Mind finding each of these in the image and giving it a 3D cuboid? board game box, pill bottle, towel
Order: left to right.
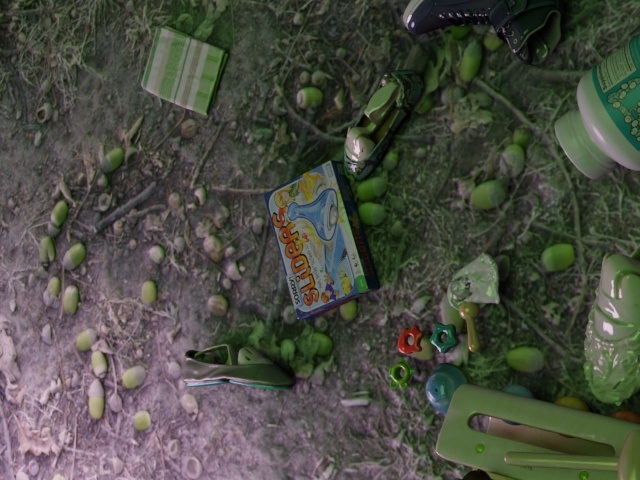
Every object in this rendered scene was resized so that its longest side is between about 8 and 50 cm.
[{"bbox_3d":[-0.218,-0.274,2.238,0.152,0.023,0.113,25,105,32],"label":"towel"},{"bbox_3d":[0.000,0.000,2.051,0.136,0.035,0.201,-26,73,33],"label":"board game box"},{"bbox_3d":[0.414,-0.182,1.683,0.264,0.146,0.146,-37,67,30],"label":"pill bottle"}]

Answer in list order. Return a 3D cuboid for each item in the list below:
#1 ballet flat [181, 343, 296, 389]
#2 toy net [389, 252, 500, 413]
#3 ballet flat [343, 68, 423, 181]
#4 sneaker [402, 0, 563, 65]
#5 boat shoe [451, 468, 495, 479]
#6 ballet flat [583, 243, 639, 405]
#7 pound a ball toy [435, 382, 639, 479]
[{"bbox_3d":[-0.128,0.191,2.117,0.213,0.072,0.068,-2,82,37],"label":"ballet flat"},{"bbox_3d":[0.182,0.119,1.908,0.122,0.045,0.232,31,104,35],"label":"toy net"},{"bbox_3d":[0.074,-0.167,1.987,0.070,0.070,0.188,43,112,30],"label":"ballet flat"},{"bbox_3d":[0.221,-0.292,1.869,0.226,0.086,0.163,-28,69,31],"label":"sneaker"},{"bbox_3d":[0.196,0.338,1.772,0.095,0.257,0.095,37,71,11],"label":"boat shoe"},{"bbox_3d":[0.419,0.012,1.674,0.147,0.147,0.409,45,111,29],"label":"ballet flat"},{"bbox_3d":[0.301,0.245,1.711,0.319,0.208,0.136,9,68,37],"label":"pound a ball toy"}]
